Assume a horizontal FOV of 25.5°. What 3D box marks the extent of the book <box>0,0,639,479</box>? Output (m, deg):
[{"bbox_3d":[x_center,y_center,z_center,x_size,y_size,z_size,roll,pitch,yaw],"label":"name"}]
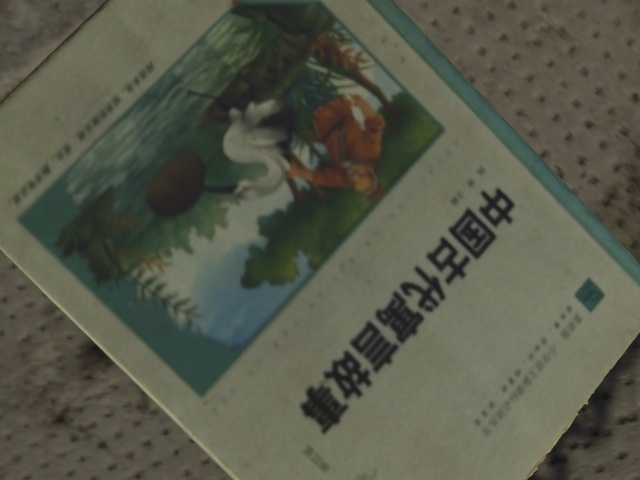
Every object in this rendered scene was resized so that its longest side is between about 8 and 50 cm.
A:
[{"bbox_3d":[0.000,0.000,0.626,0.282,0.025,0.215,44,74,-8],"label":"book"}]
